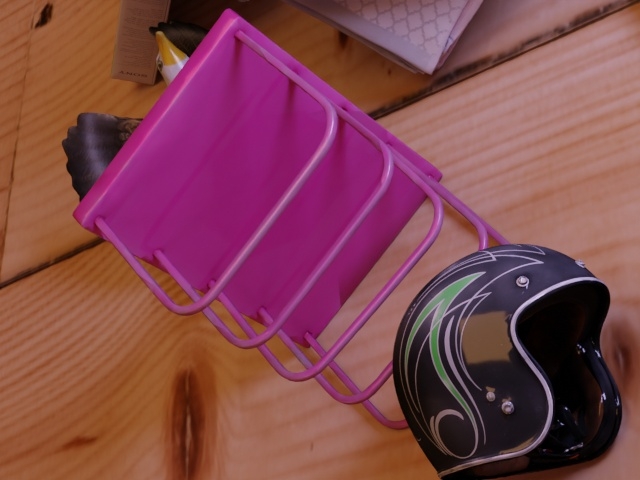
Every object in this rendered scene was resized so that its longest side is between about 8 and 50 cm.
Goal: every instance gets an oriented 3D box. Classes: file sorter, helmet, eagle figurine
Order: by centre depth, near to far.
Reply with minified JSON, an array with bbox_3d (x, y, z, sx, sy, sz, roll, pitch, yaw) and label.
[{"bbox_3d":[0.135,0.086,1.025,0.169,0.169,0.161,-21,70,33],"label":"helmet"},{"bbox_3d":[0.000,0.000,1.109,0.202,0.290,0.182,-52,45,6],"label":"file sorter"},{"bbox_3d":[-0.109,-0.108,1.354,0.298,0.226,0.225,-167,75,-67],"label":"eagle figurine"}]

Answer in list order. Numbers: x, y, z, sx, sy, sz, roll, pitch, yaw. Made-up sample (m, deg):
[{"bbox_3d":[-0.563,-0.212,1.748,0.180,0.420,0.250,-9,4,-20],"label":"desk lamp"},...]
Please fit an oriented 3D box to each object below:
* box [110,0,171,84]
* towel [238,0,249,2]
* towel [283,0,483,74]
[{"bbox_3d":[-0.173,-0.349,1.511,0.322,0.058,0.232,119,159,-62],"label":"box"},{"bbox_3d":[0.003,-0.374,1.123,0.312,0.324,0.056,-12,26,24],"label":"towel"},{"bbox_3d":[0.030,-0.338,1.206,0.317,0.332,0.053,-61,2,33],"label":"towel"}]
